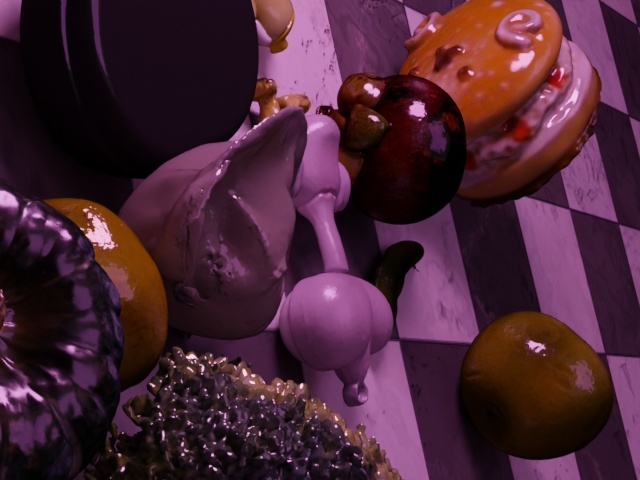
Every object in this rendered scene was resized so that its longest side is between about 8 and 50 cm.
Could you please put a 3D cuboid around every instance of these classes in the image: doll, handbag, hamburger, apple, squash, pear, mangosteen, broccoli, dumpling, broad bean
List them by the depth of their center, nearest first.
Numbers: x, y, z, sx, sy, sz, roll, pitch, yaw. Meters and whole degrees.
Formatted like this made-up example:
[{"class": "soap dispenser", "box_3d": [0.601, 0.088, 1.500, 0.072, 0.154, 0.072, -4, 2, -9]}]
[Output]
[{"class": "squash", "box_3d": [-0.251, 0.072, 1.007, 0.252, 0.165, 0.252, 11, 69, -31]}, {"class": "pear", "box_3d": [-0.193, 0.051, 1.191, 0.149, 0.149, 0.162, -73, 150, -49]}, {"class": "broccoli", "box_3d": [-0.042, 0.252, 1.221, 0.302, 0.249, 0.375, -57, 136, -60]}, {"class": "dumpling", "box_3d": [-0.098, -0.016, 1.349, 0.293, 0.163, 0.204, 52, 41, -76]}, {"class": "handbag", "box_3d": [-0.163, -0.190, 1.409, 0.308, 0.093, 0.253, -34, 115, -59]}, {"class": "doll", "box_3d": [0.001, 0.000, 1.641, 0.160, 0.094, 0.365, 16, 59, -61]}, {"class": "doll", "box_3d": [-0.085, -0.280, 1.688, 0.162, 0.062, 0.106, 50, 30, -37]}, {"class": "mangosteen", "box_3d": [0.077, -0.112, 1.791, 0.200, 0.200, 0.200, 40, 41, -46]}, {"class": "broad bean", "box_3d": [0.089, 0.052, 1.831, 0.069, 0.039, 0.227, 69, 26, -18]}, {"class": "apple", "box_3d": [0.267, 0.187, 1.927, 0.157, 0.196, 0.196, -31, 104, -28]}, {"class": "hamburger", "box_3d": [0.203, -0.186, 1.991, 0.186, 0.261, 0.302, 41, 80, -36]}]
